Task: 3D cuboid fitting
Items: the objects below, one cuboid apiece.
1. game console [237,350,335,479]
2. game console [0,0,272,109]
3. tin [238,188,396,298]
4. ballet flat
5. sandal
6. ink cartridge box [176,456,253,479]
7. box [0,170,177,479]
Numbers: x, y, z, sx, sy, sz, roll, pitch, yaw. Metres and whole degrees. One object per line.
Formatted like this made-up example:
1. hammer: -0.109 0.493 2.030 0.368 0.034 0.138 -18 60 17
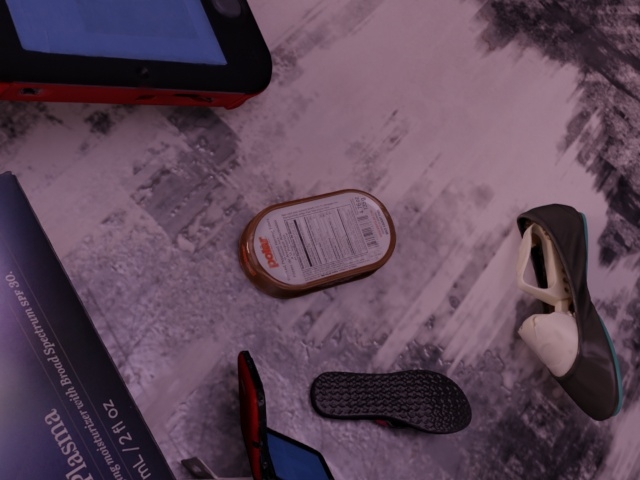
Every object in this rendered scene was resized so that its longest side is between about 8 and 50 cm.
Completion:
1. game console: -0.028 0.175 0.671 0.085 0.144 0.124 -3 97 -12
2. game console: -0.240 -0.294 0.738 0.387 0.060 0.342 -9 75 -47
3. tin: 0.000 0.000 0.817 0.190 0.040 0.106 -15 74 -26
4. ballet flat: 0.288 0.082 0.883 0.096 0.095 0.280 5 60 -11
5. sandal: 0.077 0.176 0.789 0.179 0.040 0.067 7 63 -5
6. ink cartridge box: -0.102 0.269 0.646 0.090 0.092 0.143 6 71 -21
7. box: -0.303 0.152 0.522 0.294 0.183 0.296 -30 97 -29
